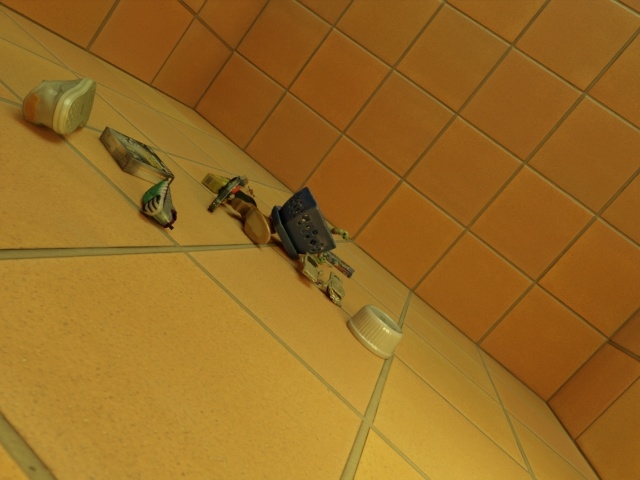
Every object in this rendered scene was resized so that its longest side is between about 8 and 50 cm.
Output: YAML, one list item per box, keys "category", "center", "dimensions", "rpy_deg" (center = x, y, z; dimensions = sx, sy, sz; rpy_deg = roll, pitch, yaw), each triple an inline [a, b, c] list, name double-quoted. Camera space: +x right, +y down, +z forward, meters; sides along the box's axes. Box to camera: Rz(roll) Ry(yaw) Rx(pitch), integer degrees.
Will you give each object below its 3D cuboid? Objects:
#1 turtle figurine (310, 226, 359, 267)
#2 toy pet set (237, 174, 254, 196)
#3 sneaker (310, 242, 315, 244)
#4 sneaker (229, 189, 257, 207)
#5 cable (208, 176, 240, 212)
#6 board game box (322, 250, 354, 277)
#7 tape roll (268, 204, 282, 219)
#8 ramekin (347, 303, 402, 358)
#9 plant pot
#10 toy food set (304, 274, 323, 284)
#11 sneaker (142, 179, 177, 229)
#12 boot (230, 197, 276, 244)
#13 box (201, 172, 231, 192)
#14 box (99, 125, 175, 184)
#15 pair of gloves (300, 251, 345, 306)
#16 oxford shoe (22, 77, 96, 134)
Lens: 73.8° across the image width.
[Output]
- category: "turtle figurine"
  center: [0.053, 0.040, 2.099]
  dimensions: [0.274, 0.198, 0.266]
  rpy_deg: [68, 26, -14]
- category: "toy pet set"
  center: [-0.438, -0.312, 2.452]
  dimensions: [0.122, 0.065, 0.114]
  rpy_deg: [53, -18, 48]
- category: "sneaker"
  center: [-0.073, 0.011, 2.157]
  dimensions: [0.090, 0.081, 0.232]
  rpy_deg: [57, 20, 8]
- category: "sneaker"
  center: [-0.380, -0.191, 2.002]
  dimensions: [0.082, 0.069, 0.209]
  rpy_deg: [12, -17, 35]
- category: "cable"
  center: [-0.382, -0.183, 1.755]
  dimensions: [0.072, 0.139, 0.287]
  rpy_deg: [46, 10, -19]
- category: "board game box"
  center: [0.101, 0.128, 2.398]
  dimensions: [0.201, 0.035, 0.136]
  rpy_deg: [39, 9, 6]
- category: "tape roll"
  center: [-0.181, -0.101, 2.288]
  dimensions: [0.189, 0.080, 0.189]
  rpy_deg: [37, 8, -7]
- category: "ramekin"
  center: [0.212, 0.334, 1.605]
  dimensions: [0.207, 0.109, 0.207]
  rpy_deg: [38, 9, -7]
- category: "plant pot"
  center: [-0.085, -0.066, 1.891]
  dimensions: [0.236, 0.212, 0.235]
  rpy_deg: [-113, 179, -60]
- category: "toy food set"
  center: [-0.025, 0.156, 1.825]
  dimensions: [0.078, 0.019, 0.122]
  rpy_deg: [40, 10, 11]
- category: "sneaker"
  center: [-0.472, -0.103, 1.269]
  dimensions: [0.098, 0.083, 0.223]
  rpy_deg: [57, 4, -30]
- category: "boot"
  center: [-0.243, -0.062, 1.804]
  dimensions: [0.295, 0.104, 0.211]
  rpy_deg: [47, 8, 34]
- category: "box"
  center: [-0.471, -0.266, 2.034]
  dimensions: [0.087, 0.058, 0.232]
  rpy_deg: [41, 10, 8]
- category: "box"
  center: [-0.646, -0.293, 1.504]
  dimensions: [0.231, 0.056, 0.183]
  rpy_deg: [44, 10, 32]
- category: "pair of gloves"
  center: [0.006, 0.156, 1.775]
  dimensions: [0.240, 0.042, 0.204]
  rpy_deg: [41, 17, -18]
- category: "oxford shoe"
  center: [-0.801, -0.435, 1.335]
  dimensions: [0.130, 0.169, 0.449]
  rpy_deg: [13, 19, -20]
